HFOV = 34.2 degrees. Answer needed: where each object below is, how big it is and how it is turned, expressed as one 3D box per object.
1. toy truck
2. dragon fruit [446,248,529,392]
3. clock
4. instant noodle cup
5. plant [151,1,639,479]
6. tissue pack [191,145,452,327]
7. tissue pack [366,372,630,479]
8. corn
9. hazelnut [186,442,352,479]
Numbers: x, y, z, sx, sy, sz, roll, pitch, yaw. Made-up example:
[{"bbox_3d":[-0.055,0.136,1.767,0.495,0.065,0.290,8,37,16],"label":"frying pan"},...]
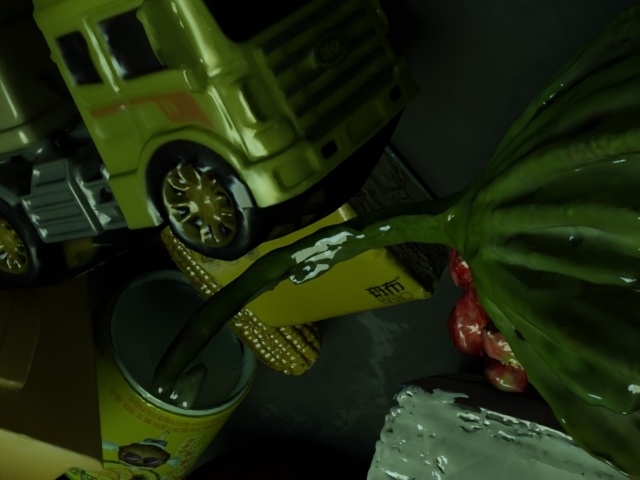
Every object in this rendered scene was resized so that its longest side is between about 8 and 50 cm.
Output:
[{"bbox_3d":[-0.154,-0.105,0.677,0.405,0.180,0.254,-6,118,40],"label":"toy truck"},{"bbox_3d":[0.156,0.019,0.644,0.166,0.172,0.160,-16,126,42],"label":"dragon fruit"},{"bbox_3d":[-0.313,0.082,0.896,0.244,0.317,0.200,-34,130,25],"label":"clock"},{"bbox_3d":[-0.175,0.146,0.998,0.215,0.215,0.236,34,134,-11],"label":"instant noodle cup"},{"bbox_3d":[0.075,-0.020,0.505,0.333,0.251,0.180,10,151,24],"label":"plant"},{"bbox_3d":[0.000,0.000,0.792,0.169,0.082,0.120,-16,128,42],"label":"tissue pack"},{"bbox_3d":[0.177,0.177,0.744,0.242,0.125,0.343,15,178,15],"label":"tissue pack"},{"bbox_3d":[-0.063,0.042,0.894,0.068,0.068,0.207,-10,130,39],"label":"corn"},{"bbox_3d":[-0.013,0.416,1.121,0.409,0.359,0.359,28,145,-18],"label":"hazelnut"}]
